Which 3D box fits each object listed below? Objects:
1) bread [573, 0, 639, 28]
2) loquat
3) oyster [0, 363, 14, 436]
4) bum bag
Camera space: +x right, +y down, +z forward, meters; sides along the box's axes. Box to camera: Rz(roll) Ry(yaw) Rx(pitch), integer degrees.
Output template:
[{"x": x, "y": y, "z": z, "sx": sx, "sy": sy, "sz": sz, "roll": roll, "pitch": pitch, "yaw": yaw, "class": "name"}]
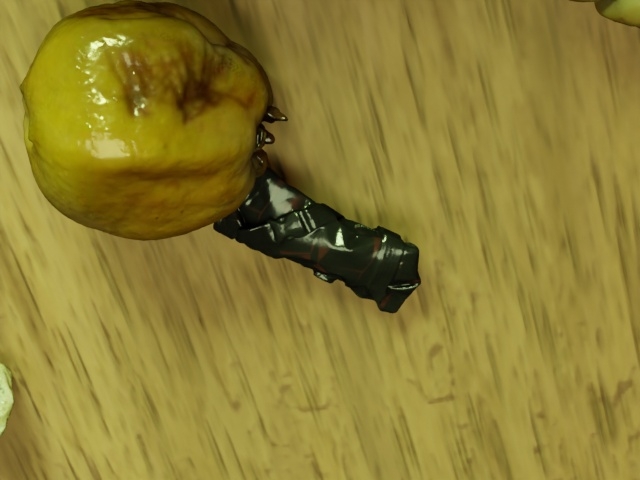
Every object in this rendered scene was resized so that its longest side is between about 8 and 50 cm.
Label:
[{"x": 0.220, "y": -0.140, "z": 0.870, "sx": 0.225, "sy": 0.081, "sz": 0.134, "roll": 26, "pitch": 118, "yaw": -11, "class": "bread"}, {"x": -0.088, "y": -0.063, "z": 0.937, "sx": 0.137, "sy": 0.113, "sz": 0.137, "roll": -5, "pitch": 120, "yaw": -8, "class": "loquat"}, {"x": -0.283, "y": 0.110, "z": 1.123, "sx": 0.200, "sy": 0.061, "sz": 0.106, "roll": 8, "pitch": 143, "yaw": 3, "class": "oyster"}, {"x": 0.000, "y": -0.001, "z": 1.016, "sx": 0.124, "sy": 0.034, "sz": 0.058, "roll": 25, "pitch": 133, "yaw": -11, "class": "bum bag"}]
